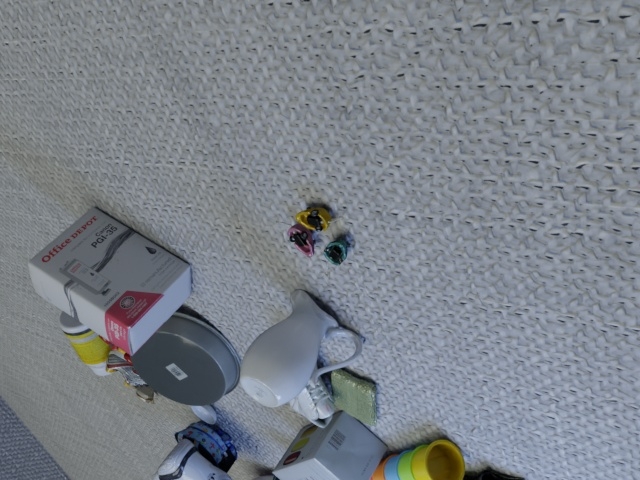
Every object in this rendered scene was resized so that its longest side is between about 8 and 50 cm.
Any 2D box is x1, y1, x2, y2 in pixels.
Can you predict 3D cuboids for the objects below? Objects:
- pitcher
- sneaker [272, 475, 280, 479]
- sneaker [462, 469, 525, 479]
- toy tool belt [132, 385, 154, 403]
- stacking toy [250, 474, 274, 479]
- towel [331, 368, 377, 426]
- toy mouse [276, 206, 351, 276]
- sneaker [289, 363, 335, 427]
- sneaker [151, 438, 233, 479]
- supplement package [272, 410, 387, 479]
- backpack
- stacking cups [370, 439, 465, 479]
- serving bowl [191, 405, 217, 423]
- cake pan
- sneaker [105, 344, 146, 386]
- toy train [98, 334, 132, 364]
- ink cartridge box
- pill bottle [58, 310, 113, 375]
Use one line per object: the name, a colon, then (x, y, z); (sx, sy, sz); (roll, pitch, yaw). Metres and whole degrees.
pitcher: (-0.035, 0.215, 1.373); (0.177, 0.207, 0.125); (29, 144, 14)
sneaker: (0.036, 0.654, 1.847); (0.340, 0.140, 0.125); (25, 141, 19)
sneaker: (0.321, 0.484, 1.477); (0.170, 0.051, 0.089); (11, 136, 28)
toy tool belt: (-0.536, 0.462, 2.243); (0.083, 0.052, 0.051); (20, 132, 27)
stacking toy: (-0.070, 0.924, 2.174); (0.350, 0.351, 0.480); (8, 152, 38)
towel: (0.071, 0.326, 1.553); (0.110, 0.027, 0.148); (22, 143, 25)
toy mouse: (0.000, 0.000, 1.255); (0.161, 0.031, 0.143); (9, 134, 37)
sneaker: (-0.015, 0.310, 1.545); (0.115, 0.090, 0.232); (37, 158, 35)
sneaker: (-0.362, 0.702, 2.061); (0.210, 0.137, 0.366); (37, 138, 6)
supplement package: (0.016, 0.503, 1.699); (0.134, 0.139, 0.244); (41, 145, -5)
backpack: (-0.331, 0.584, 2.129); (0.158, 0.117, 0.173); (14, 138, 32)
stacking cups: (0.181, 0.499, 1.581); (0.096, 0.096, 0.316); (42, 145, -2)
serving bowl: (-0.320, 0.475, 2.077); (0.083, 0.027, 0.083); (25, 143, 21)
cake pan: (-0.335, 0.296, 1.800); (0.293, 0.054, 0.293); (11, 130, 13)
sneaker: (-0.479, 0.366, 2.022); (0.225, 0.093, 0.088); (25, 168, 8)
toy train: (-0.480, 0.272, 1.957); (0.248, 0.105, 0.143); (47, 161, -23)
ink cartridge box: (-0.453, 0.084, 1.612); (0.283, 0.207, 0.117); (29, 143, 15)
pill bottle: (-0.625, 0.271, 2.054); (0.119, 0.119, 0.208); (15, 137, 32)
